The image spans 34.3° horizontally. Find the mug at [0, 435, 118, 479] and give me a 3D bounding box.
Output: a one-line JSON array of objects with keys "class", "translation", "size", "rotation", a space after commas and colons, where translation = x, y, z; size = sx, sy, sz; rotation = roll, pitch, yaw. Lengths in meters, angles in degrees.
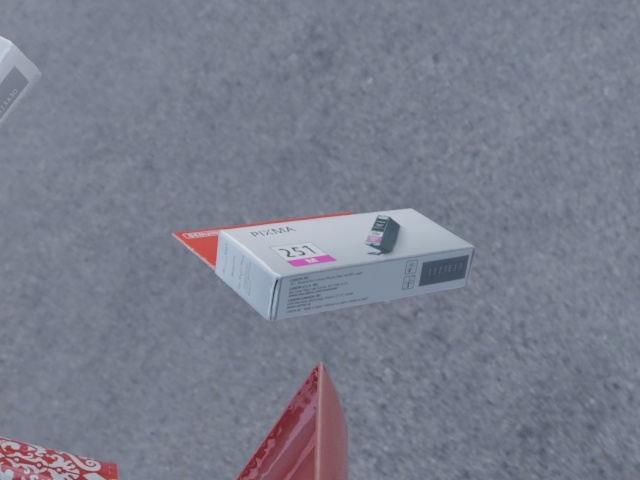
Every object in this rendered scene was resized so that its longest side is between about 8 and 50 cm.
[{"class": "mug", "translation": [-0.352, 0.314, 1.312], "size": [0.150, 0.169, 0.113], "rotation": [-7, 62, 66]}]

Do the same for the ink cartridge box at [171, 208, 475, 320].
[{"class": "ink cartridge box", "translation": [0.000, 0.000, 1.214], "size": [0.239, 0.275, 0.060], "rotation": [37, 125, 47]}]

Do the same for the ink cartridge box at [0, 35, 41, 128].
[{"class": "ink cartridge box", "translation": [-0.365, -0.117, 0.850], "size": [0.225, 0.056, 0.181], "rotation": [28, 76, 24]}]

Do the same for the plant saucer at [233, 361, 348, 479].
[{"class": "plant saucer", "translation": [-0.052, 0.249, 0.753], "size": [0.259, 0.048, 0.258], "rotation": [-55, 10, 17]}]
